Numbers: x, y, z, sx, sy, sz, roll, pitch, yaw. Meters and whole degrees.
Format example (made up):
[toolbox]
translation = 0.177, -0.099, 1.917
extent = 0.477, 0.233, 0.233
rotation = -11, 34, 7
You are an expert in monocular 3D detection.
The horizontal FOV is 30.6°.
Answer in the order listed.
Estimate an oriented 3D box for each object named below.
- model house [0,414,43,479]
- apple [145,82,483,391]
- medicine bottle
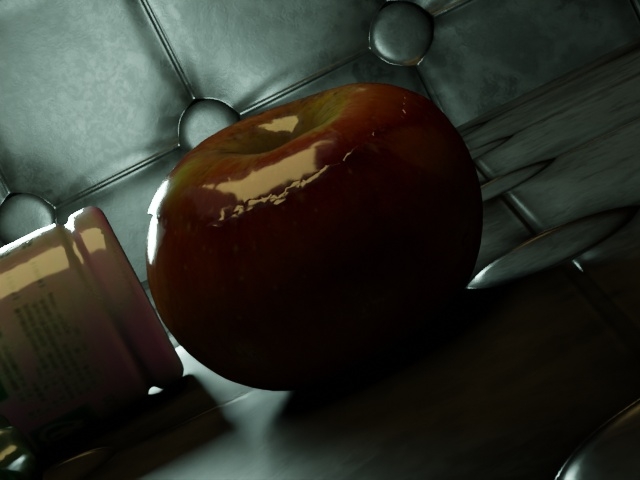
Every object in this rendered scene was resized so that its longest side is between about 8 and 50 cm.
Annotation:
[model house]
translation = -0.415, 0.142, 0.815
extent = 0.334, 0.343, 0.382
rotation = -28, 6, -1
[apple]
translation = 0.000, 0.000, 0.926
extent = 0.271, 0.206, 0.251
rotation = -33, 19, -31
[medicine bottle]
translation = -0.327, 0.124, 1.208
extent = 0.325, 0.212, 0.212
rotation = -27, 6, -7
